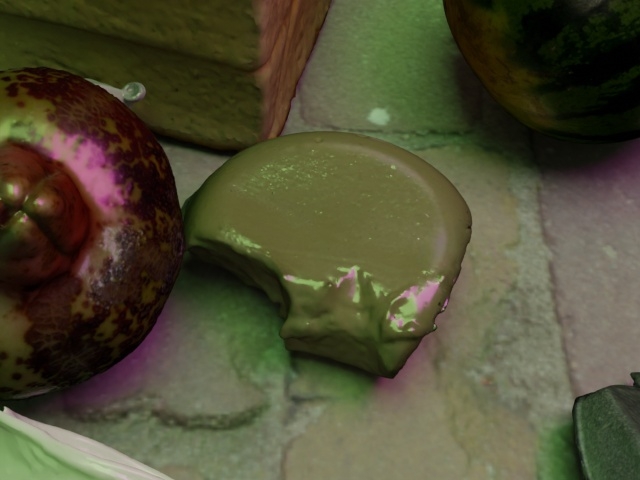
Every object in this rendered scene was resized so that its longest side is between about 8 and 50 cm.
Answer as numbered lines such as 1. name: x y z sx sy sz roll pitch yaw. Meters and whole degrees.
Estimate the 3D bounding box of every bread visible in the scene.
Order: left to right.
1. bread: -0.128 -0.252 0.764 0.279 0.207 0.279 17 57 7

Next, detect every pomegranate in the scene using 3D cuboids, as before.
1. pomegranate: -0.181 -0.010 0.560 0.214 0.248 0.214 2 82 -16

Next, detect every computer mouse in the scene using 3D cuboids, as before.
1. computer mouse: 0.213 0.160 0.553 0.113 0.068 0.229 20 22 -12

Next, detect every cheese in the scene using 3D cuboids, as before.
1. cheese: 0.000 0.000 0.662 0.202 0.091 0.175 17 55 11

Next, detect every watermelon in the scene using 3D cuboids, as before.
1. watermelon: 0.212 -0.204 0.715 0.269 0.269 0.269 2 54 -2

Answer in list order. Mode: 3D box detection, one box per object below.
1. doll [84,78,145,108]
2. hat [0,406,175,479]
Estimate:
1. doll: -0.239 -0.075 0.704 0.227 0.057 0.114 -25 53 -4
2. hat: -0.121 0.176 0.494 0.203 0.203 0.126 20 74 11
